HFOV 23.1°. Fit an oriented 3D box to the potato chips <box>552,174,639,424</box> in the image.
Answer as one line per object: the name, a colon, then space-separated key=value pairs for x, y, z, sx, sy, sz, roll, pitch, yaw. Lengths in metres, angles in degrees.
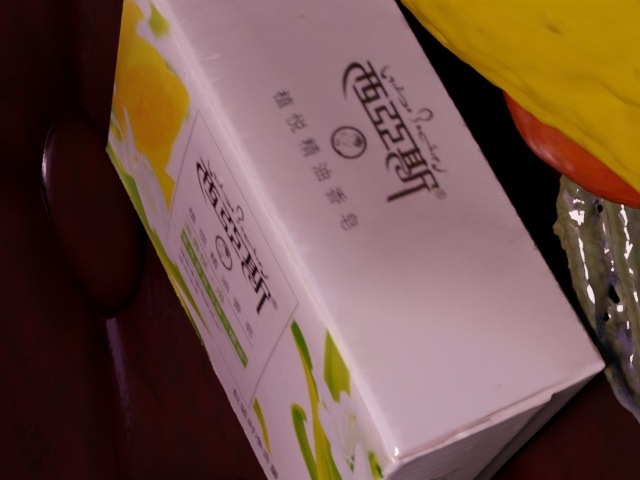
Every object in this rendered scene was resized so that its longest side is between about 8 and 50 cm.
potato chips: x=0.150 y=0.038 z=0.629 sx=0.092 sy=0.028 sz=0.208 roll=-15 pitch=93 yaw=41

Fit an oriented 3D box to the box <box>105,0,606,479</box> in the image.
box: x=0.000 y=0.000 z=0.738 sx=0.260 sy=0.111 sz=0.194 roll=64 pitch=160 yaw=19

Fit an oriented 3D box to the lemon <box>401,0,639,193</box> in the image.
lemon: x=0.116 y=-0.153 z=0.372 sx=0.268 sy=0.268 sz=0.322 roll=-11 pitch=86 yaw=57

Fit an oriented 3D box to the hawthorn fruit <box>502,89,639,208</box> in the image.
hawthorn fruit: x=0.114 y=-0.065 z=0.551 sx=0.140 sy=0.125 sz=0.125 roll=-26 pitch=81 yaw=33
